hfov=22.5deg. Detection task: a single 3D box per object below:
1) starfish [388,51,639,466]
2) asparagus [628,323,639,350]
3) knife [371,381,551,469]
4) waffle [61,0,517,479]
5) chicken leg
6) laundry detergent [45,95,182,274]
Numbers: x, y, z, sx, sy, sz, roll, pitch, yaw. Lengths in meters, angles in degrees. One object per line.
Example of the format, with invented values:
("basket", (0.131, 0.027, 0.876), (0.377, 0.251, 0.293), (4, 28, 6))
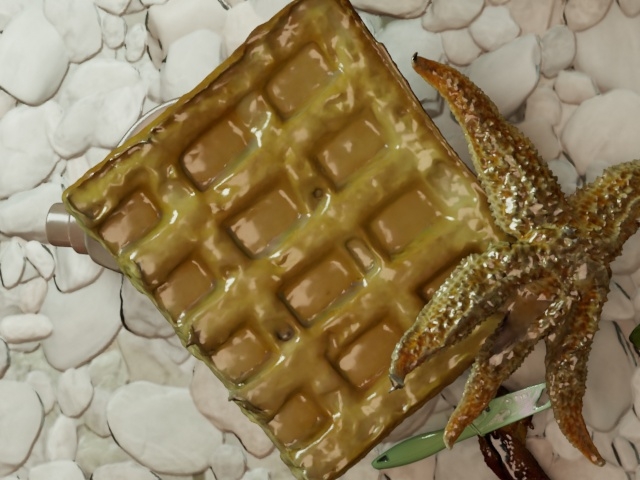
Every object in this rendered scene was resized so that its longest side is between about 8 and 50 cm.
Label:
("starfish", (0.161, 0.035, 1.313), (0.301, 0.084, 0.293), (24, 85, -11))
("asparagus", (0.340, 0.038, 1.359), (0.178, 0.045, 0.041), (-42, 53, 9))
("knife", (0.125, 0.162, 1.411), (0.207, 0.014, 0.030), (-26, 79, 31))
("waffle", (0.000, 0.000, 1.369), (0.304, 0.077, 0.348), (-39, 95, -6))
("chicken leg", (0.174, 0.185, 1.420), (0.062, 0.037, 0.145), (-29, 83, 1))
("laundry detergent", (-0.132, -0.049, 1.468), (0.237, 0.076, 0.171), (4, 91, 17))
